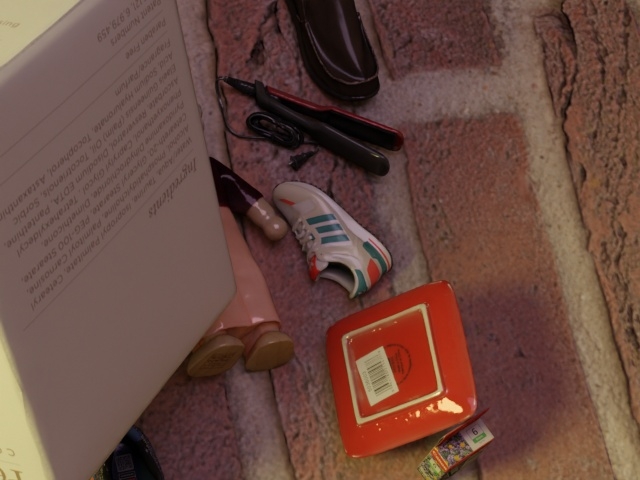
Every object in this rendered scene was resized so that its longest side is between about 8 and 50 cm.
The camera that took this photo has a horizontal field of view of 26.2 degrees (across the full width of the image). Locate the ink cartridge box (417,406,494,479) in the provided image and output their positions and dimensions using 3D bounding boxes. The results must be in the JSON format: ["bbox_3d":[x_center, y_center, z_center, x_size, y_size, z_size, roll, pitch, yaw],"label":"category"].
[{"bbox_3d":[0.144,0.215,1.423,0.063,0.115,0.029,-29,73,-22],"label":"ink cartridge box"}]

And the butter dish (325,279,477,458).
[{"bbox_3d":[0.102,0.146,1.456,0.160,0.118,0.160,-23,59,22],"label":"butter dish"}]

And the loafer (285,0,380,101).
[{"bbox_3d":[0.009,-0.266,1.658,0.080,0.078,0.220,-20,69,-19],"label":"loafer"}]

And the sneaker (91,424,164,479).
[{"bbox_3d":[-0.177,0.275,1.349,0.083,0.087,0.221,-19,69,-18],"label":"sneaker"}]

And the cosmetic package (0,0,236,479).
[{"bbox_3d":[-0.313,-0.036,1.216,0.329,0.393,0.327,9,40,25],"label":"cosmetic package"}]

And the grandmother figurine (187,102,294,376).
[{"bbox_3d":[-0.141,-0.021,1.504,0.208,0.104,0.342,4,57,-39],"label":"grandmother figurine"}]

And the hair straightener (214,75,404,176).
[{"bbox_3d":[-0.023,-0.129,1.602,0.230,0.047,0.089,25,62,3],"label":"hair straightener"}]

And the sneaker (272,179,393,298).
[{"bbox_3d":[0.000,0.000,1.536,0.161,0.057,0.075,39,58,6],"label":"sneaker"}]
